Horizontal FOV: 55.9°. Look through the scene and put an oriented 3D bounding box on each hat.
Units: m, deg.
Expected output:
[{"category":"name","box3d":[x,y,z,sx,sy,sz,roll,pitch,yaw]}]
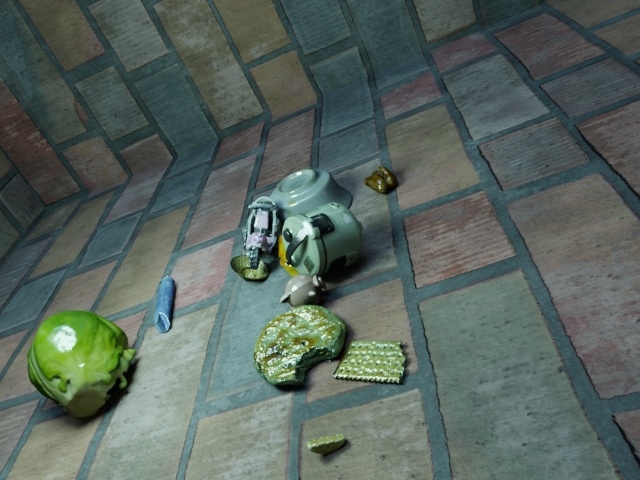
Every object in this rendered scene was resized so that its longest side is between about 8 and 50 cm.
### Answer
[{"category":"hat","box3d":[-0.263,0.121,2.177,0.146,0.067,0.146,16,29,-9]}]

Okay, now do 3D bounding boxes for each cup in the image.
[{"category":"cup","box3d":[-0.064,-0.171,2.375,0.347,0.163,0.347,-20,29,12]}]

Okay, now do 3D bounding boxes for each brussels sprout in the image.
[{"category":"brussels sprout","box3d":[-0.792,0.388,1.965,0.276,0.315,0.371,-48,33,11]}]

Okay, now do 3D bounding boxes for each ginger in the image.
[{"category":"ginger","box3d":[0.233,-0.239,2.327,0.103,0.073,0.162,-32,28,-11]}]

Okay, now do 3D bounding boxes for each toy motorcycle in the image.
[{"category":"toy motorcycle","box3d":[-0.219,-0.040,2.211,0.143,0.188,0.327,7,30,2]}]

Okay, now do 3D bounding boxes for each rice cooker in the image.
[{"category":"rice cooker","box3d":[0.000,0.000,1.951,0.244,0.225,0.226,-18,22,-29]}]

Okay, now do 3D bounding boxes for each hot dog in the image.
[{"category":"hot dog","box3d":[0.015,0.474,1.396,0.090,0.034,0.030,-10,17,-8]}]

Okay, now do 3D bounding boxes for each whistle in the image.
[{"category":"whistle","box3d":[-0.583,0.236,2.251,0.062,0.062,0.304,-25,29,4]}]

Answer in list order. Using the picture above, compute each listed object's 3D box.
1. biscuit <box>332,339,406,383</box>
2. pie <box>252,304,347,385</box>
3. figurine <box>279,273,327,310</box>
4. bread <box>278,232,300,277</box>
[{"category":"biscuit","box3d":[0.138,0.312,1.573,0.203,0.016,0.144,-6,35,34]},{"category":"pie","box3d":[-0.064,0.293,1.722,0.303,0.066,0.302,-21,31,13]},{"category":"figurine","box3d":[-0.051,0.164,1.871,0.138,0.125,0.125,-36,28,5]},{"category":"bread","box3d":[-0.094,0.033,2.144,0.102,0.094,0.245,-27,29,11]}]
